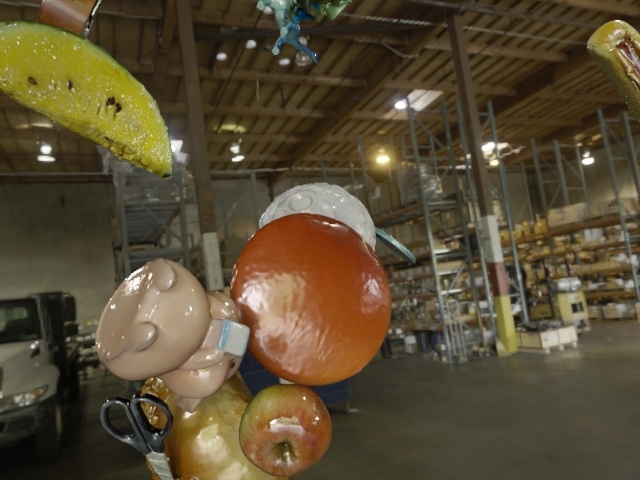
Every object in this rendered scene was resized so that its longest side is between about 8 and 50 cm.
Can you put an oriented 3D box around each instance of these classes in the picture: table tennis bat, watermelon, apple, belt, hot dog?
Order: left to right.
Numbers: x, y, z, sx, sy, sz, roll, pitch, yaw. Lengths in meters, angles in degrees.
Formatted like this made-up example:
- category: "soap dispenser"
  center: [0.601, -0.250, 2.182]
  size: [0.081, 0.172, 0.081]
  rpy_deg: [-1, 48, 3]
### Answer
- category: "belt"
  center: [-0.586, -0.554, 1.164]
  size: [0.105, 0.262, 0.184]
  rpy_deg: [23, -52, -29]
- category: "watermelon"
  center: [-0.332, -0.195, 0.677]
  size: [0.123, 0.129, 0.301]
  rpy_deg: [-38, -37, 19]
- category: "apple"
  center: [-0.046, 0.250, 0.662]
  size: [0.125, 0.126, 0.102]
  rpy_deg: [-7, 24, 1]
- category: "table tennis bat"
  center: [0.187, -0.005, 1.462]
  size: [0.244, 0.040, 0.153]
  rpy_deg: [36, -4, 39]
- category: "hot dog"
  center: [0.660, -0.350, 1.027]
  size: [0.084, 0.243, 0.073]
  rpy_deg: [-35, 4, 12]

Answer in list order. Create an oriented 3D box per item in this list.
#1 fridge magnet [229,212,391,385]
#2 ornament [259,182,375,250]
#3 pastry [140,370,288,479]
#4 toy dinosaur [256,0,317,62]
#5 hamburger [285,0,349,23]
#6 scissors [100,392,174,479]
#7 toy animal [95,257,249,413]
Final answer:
- category: "fridge magnet"
  center: [-0.016, 0.119, 1.040]
  size: [0.363, 0.364, 0.155]
  rpy_deg: [-4, -12, -26]
- category: "ornament"
  center: [0.000, 0.000, 1.382]
  size: [0.336, 0.338, 0.337]
  rpy_deg: [-7, -7, -1]
- category: "pastry"
  center: [-0.241, 0.433, 1.064]
  size: [0.244, 0.410, 0.409]
  rpy_deg: [-27, 0, -18]
- category: "toy dinosaur"
  center: [-0.099, -0.607, 1.344]
  size: [0.076, 0.144, 0.329]
  rpy_deg: [-2, -46, 35]
- category: "hamburger"
  center: [0.000, -0.528, 0.892]
  size: [0.150, 0.261, 0.276]
  rpy_deg: [-6, 38, 2]
- category: "scissors"
  center: [-0.272, 0.358, 0.818]
  size: [0.108, 0.300, 0.022]
  rpy_deg: [-6, 35, 2]
- category: "toy animal"
  center: [-0.210, 0.141, 0.763]
  size: [0.212, 0.195, 0.256]
  rpy_deg: [-10, -36, 35]
